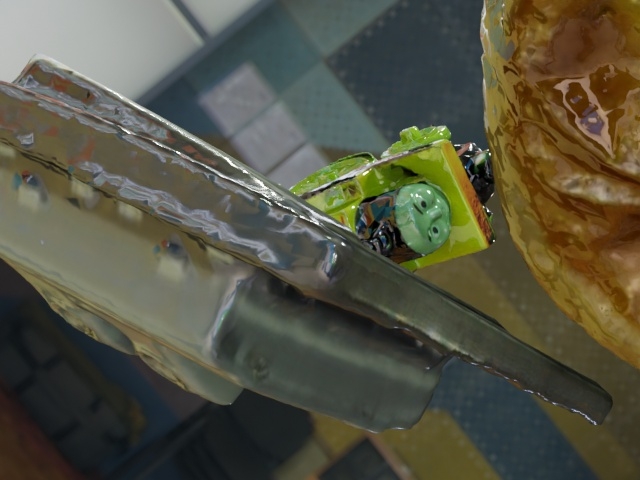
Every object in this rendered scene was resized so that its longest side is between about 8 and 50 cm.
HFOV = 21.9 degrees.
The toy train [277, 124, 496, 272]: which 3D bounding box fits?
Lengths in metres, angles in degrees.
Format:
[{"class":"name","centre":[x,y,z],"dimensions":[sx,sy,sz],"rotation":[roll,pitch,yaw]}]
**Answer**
[{"class":"toy train","centre":[0.000,0.000,1.246],"dimensions":[0.160,0.296,0.101],"rotation":[-39,106,-51]}]

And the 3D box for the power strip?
[{"class":"power strip","centre":[-0.038,0.017,0.668],"dimensions":[0.257,0.092,0.251],"rotation":[25,-7,35]}]

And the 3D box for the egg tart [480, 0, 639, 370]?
[{"class":"egg tart","centre":[0.279,-0.058,0.854],"dimensions":[0.443,0.178,0.443],"rotation":[34,-38,32]}]
